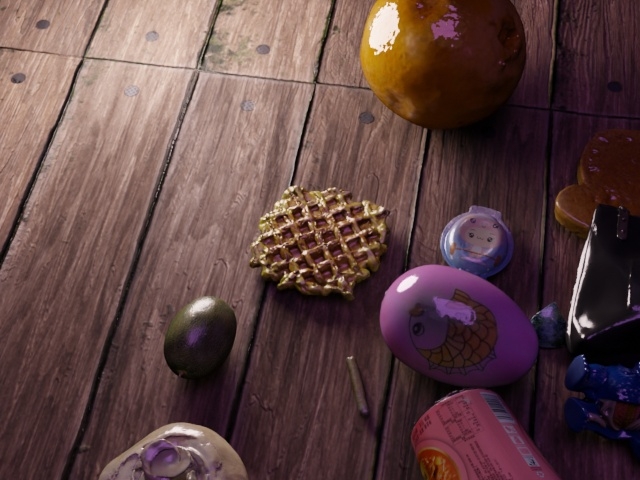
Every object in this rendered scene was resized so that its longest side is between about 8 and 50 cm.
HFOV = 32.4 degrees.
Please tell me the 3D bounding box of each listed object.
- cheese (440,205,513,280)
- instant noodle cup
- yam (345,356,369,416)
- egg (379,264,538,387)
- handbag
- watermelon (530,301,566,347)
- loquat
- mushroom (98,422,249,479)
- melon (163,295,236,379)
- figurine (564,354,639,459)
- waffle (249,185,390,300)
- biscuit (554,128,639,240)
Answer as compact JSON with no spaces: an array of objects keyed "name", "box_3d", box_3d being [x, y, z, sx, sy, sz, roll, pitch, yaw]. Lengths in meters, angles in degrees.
[{"name":"cheese","box_3d":[0.280,0.033,2.023,0.135,0.052,0.245,14,55,11]},{"name":"instant noodle cup","box_3d":[0.261,0.373,1.693,0.243,0.244,0.255,-17,47,-11]},{"name":"yam","box_3d":[0.064,0.251,1.890,0.021,0.021,0.116,-10,53,-6]},{"name":"egg","box_3d":[0.233,0.146,1.859,0.271,0.196,0.196,11,55,4]},{"name":"handbag","box_3d":[0.599,0.076,1.904,0.342,0.152,0.288,4,65,2]},{"name":"watermelon","box_3d":[0.394,0.152,1.947,0.085,0.085,0.061,12,15,10]},{"name":"loquat","box_3d":[0.241,-0.375,2.169,0.328,0.328,0.329,-1,54,1]},{"name":"mushroom","box_3d":[-0.226,0.385,1.691,0.246,0.202,0.246,-2,44,2]},{"name":"melon","box_3d":[-0.209,0.171,1.897,0.114,0.114,0.167,17,55,13]},{"name":"figurine","box_3d":[0.520,0.275,1.814,0.262,0.121,0.164,25,82,-8]},{"name":"waffle","box_3d":[0.000,0.001,2.054,0.254,0.052,0.245,15,57,13]},{"name":"biscuit","box_3d":[0.584,-0.063,2.083,0.287,0.057,0.344,-11,56,-8]}]
